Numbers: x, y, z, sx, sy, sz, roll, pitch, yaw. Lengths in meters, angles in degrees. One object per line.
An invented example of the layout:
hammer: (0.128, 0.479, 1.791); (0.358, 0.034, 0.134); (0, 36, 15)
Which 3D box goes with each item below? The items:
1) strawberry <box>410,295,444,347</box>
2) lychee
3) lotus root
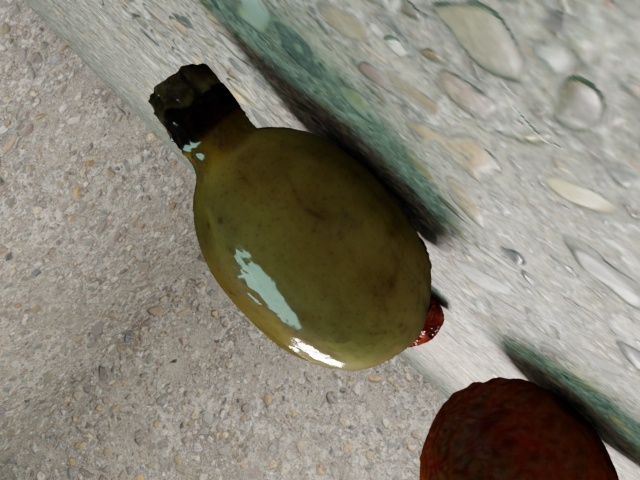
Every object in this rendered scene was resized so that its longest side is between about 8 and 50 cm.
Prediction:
strawberry: (0.124, 0.101, 0.938); (0.083, 0.083, 0.096); (44, 166, -20)
lychee: (0.240, 0.302, 0.870); (0.255, 0.255, 0.300); (39, 160, 31)
lotus root: (-0.027, -0.018, 0.616); (0.310, 0.183, 0.183); (50, 172, -23)
